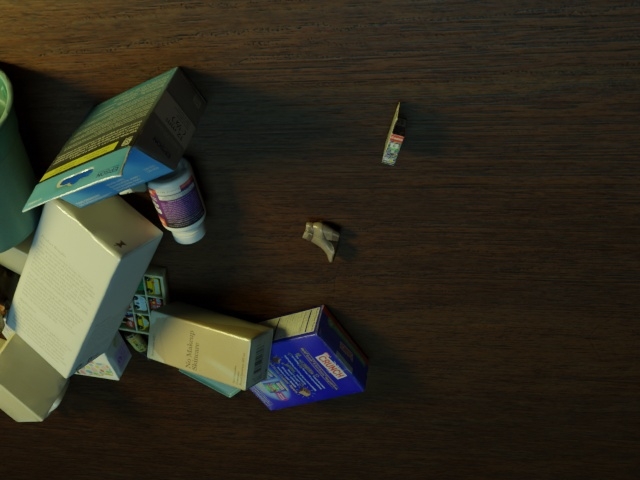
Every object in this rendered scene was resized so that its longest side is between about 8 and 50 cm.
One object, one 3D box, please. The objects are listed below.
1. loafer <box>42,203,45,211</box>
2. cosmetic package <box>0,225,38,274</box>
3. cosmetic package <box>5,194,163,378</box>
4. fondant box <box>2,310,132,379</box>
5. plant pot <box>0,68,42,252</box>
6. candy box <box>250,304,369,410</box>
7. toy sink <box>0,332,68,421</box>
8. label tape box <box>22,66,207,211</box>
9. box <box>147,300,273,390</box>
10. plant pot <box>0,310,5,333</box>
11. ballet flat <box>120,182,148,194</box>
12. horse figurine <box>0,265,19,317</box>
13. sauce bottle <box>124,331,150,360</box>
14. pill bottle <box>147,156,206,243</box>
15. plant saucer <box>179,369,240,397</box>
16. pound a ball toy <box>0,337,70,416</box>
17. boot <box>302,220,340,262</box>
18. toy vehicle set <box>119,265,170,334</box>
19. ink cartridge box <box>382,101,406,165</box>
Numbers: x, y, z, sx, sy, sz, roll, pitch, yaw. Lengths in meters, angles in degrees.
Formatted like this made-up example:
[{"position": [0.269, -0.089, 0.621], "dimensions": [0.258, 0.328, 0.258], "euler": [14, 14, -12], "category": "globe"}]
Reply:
[{"position": [-0.687, -0.074, 1.786], "dimensions": [0.148, 0.056, 0.050], "euler": [-3, 114, -6], "category": "loafer"}, {"position": [-0.801, -0.026, 1.806], "dimensions": [0.238, 0.127, 0.107], "euler": [28, 134, -18], "category": "cosmetic package"}, {"position": [-0.583, 0.097, 1.760], "dimensions": [0.230, 0.161, 0.453], "euler": [40, 125, 8], "category": "cosmetic package"}, {"position": [-0.744, 0.279, 2.096], "dimensions": [0.331, 0.096, 0.238], "euler": [6, 136, 18], "category": "fondant box"}, {"position": [-0.771, -0.154, 1.549], "dimensions": [0.342, 0.341, 0.334], "euler": [5, 142, 6], "category": "plant pot"}, {"position": [-0.067, 0.331, 2.013], "dimensions": [0.317, 0.122, 0.268], "euler": [-16, 127, 27], "category": "candy box"}, {"position": [-0.877, 0.393, 2.084], "dimensions": [0.131, 0.152, 0.234], "euler": [-9, 132, 30], "category": "toy sink"}, {"position": [-0.392, -0.170, 1.417], "dimensions": [0.249, 0.347, 0.115], "euler": [-17, 129, 26], "category": "label tape box"}, {"position": [-0.292, 0.271, 1.907], "dimensions": [0.311, 0.121, 0.147], "euler": [11, 103, 23], "category": "box"}, {"position": [-0.843, 0.130, 1.831], "dimensions": [0.032, 0.236, 0.236], "euler": [-19, 142, -24], "category": "plant pot"}, {"position": [-0.426, -0.127, 1.588], "dimensions": [0.072, 0.068, 0.213], "euler": [57, 165, -16], "category": "ballet flat"}, {"position": [-0.835, 0.110, 1.931], "dimensions": [0.066, 0.174, 0.263], "euler": [-5, 105, -28], "category": "horse figurine"}, {"position": [-0.533, 0.308, 2.144], "dimensions": [0.042, 0.042, 0.128], "euler": [-10, 134, 21], "category": "sauce bottle"}, {"position": [-0.324, -0.087, 1.657], "dimensions": [0.108, 0.108, 0.193], "euler": [0, 134, 12], "category": "pill bottle"}, {"position": [-0.340, 0.427, 2.239], "dimensions": [0.192, 0.018, 0.067], "euler": [32, 132, -21], "category": "plant saucer"}, {"position": [-0.972, 0.477, 2.337], "dimensions": [0.208, 0.135, 0.319], "euler": [-31, 121, 35], "category": "pound a ball toy"}, {"position": [0.000, 0.000, 1.731], "dimensions": [0.087, 0.042, 0.118], "euler": [16, 135, 5], "category": "boot"}, {"position": [-0.499, 0.163, 1.995], "dimensions": [0.166, 0.035, 0.266], "euler": [8, 136, 3], "category": "toy vehicle set"}, {"position": [0.154, -0.215, 1.462], "dimensions": [0.029, 0.062, 0.115], "euler": [15, 136, -2], "category": "ink cartridge box"}]
